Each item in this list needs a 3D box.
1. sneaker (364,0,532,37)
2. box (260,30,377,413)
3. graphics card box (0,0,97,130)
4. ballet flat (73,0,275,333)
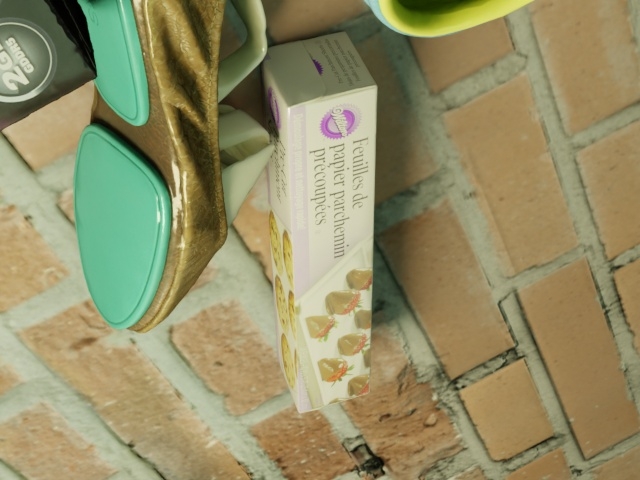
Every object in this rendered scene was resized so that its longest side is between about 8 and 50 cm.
[{"bbox_3d":[0.102,-0.240,0.656,0.127,0.208,0.319,7,129,-31],"label":"sneaker"},{"bbox_3d":[0.000,0.000,0.963,0.063,0.067,0.324,-15,139,-13],"label":"box"},{"bbox_3d":[-0.323,-0.095,0.636,0.371,0.094,0.233,-28,122,1],"label":"graphics card box"},{"bbox_3d":[-0.087,-0.084,0.816,0.124,0.116,0.342,-27,139,-29],"label":"ballet flat"}]
